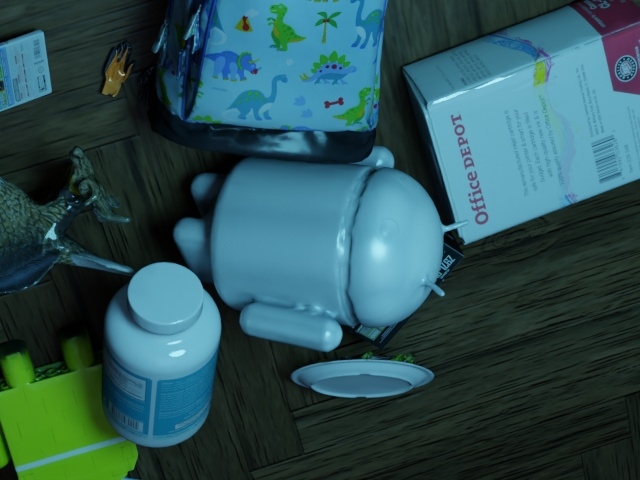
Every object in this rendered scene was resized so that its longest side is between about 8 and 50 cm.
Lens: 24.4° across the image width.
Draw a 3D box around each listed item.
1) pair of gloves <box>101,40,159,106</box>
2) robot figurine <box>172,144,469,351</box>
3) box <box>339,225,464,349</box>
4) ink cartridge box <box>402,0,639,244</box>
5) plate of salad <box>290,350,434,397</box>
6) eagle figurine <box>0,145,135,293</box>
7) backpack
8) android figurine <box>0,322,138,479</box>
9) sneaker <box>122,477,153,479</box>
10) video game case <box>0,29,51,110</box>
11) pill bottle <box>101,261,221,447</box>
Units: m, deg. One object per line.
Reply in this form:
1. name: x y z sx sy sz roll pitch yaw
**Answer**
1. pair of gloves: -0.226 -0.205 1.825 0.083 0.010 0.074 13 114 -24
2. robot figurine: 0.000 0.000 1.839 0.353 0.300 0.200 7 151 20
3. box: 0.078 0.035 2.002 0.147 0.077 0.180 31 109 -27
4. ink cartridge box: 0.284 -0.162 1.910 0.306 0.131 0.226 -19 123 -1
5. plate of salad: 0.058 0.181 2.056 0.200 0.048 0.200 0 161 0
6. eagle figurine: -0.397 -0.005 1.799 0.298 0.225 0.226 -35 140 -5
7. backpack: -0.043 -0.269 1.715 0.290 0.273 0.355 6 106 -11
8. android figurine: -0.348 0.248 2.023 0.248 0.056 0.273 -17 117 -9
9. sneaker: -0.277 0.397 2.116 0.229 0.092 0.087 0 121 -13
10. video game case: -0.380 -0.194 1.757 0.122 0.011 0.087 -25 136 -27
11. pill bottle: -0.202 0.140 1.865 0.146 0.146 0.264 -3 144 -13
